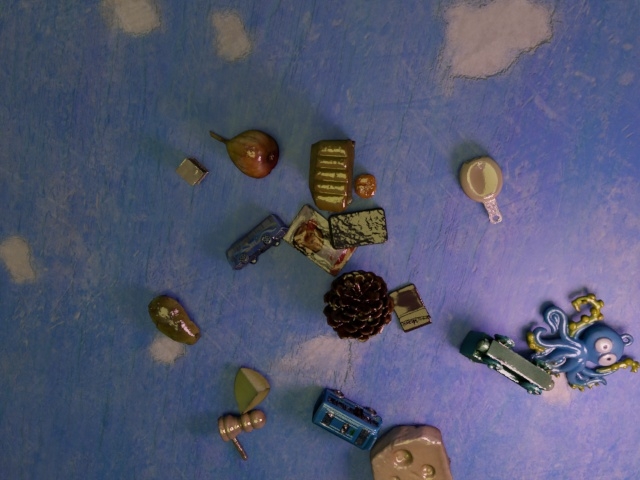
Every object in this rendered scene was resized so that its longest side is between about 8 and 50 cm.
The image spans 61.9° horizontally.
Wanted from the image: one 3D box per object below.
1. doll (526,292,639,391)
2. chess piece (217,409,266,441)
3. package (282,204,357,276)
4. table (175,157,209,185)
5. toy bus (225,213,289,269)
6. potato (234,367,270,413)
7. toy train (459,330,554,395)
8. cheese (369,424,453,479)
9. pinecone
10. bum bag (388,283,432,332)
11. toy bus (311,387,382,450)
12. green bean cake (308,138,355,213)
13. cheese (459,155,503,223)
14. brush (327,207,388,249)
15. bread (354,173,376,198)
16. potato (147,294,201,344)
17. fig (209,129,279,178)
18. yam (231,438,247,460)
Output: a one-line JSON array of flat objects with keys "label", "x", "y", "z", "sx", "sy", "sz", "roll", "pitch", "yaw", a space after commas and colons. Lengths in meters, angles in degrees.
[{"label": "doll", "x": 0.881, "y": 0.366, "z": 1.808, "sx": 0.342, "sy": 0.099, "sz": 0.345, "roll": -19, "pitch": 102, "yaw": 9}, {"label": "chess piece", "x": -0.288, "y": 0.682, "z": 1.992, "sx": 0.171, "sy": 0.094, "sz": 0.094, "roll": -18, "pitch": 99, "yaw": 5}, {"label": "package", "x": 0.000, "y": 0.000, "z": 1.853, "sx": 0.239, "sy": 0.030, "sz": 0.154, "roll": 36, "pitch": 100, "yaw": -2}, {"label": "table", "x": -0.434, "y": -0.235, "z": 1.819, "sx": 0.079, "sy": 0.083, "sz": 0.062, "roll": 43, "pitch": 101, "yaw": -3}, {"label": "toy bus", "x": -0.222, "y": 0.007, "z": 1.852, "sx": 0.237, "sy": 0.079, "sz": 0.094, "roll": -37, "pitch": 71, "yaw": 12}, {"label": "potato", "x": -0.265, "y": 0.548, "z": 1.983, "sx": 0.120, "sy": 0.081, "sz": 0.149, "roll": 50, "pitch": 122, "yaw": 25}, {"label": "toy train", "x": 0.633, "y": 0.414, "z": 1.802, "sx": 0.298, "sy": 0.194, "sz": 0.120, "roll": 33, "pitch": 77, "yaw": -6}, {"label": "cheese", "x": 0.339, "y": 0.825, "z": 1.946, "sx": 0.318, "sy": 0.115, "sz": 0.326, "roll": 35, "pitch": 103, "yaw": -2}, {"label": "pinecone", "x": 0.119, "y": 0.205, "z": 1.761, "sx": 0.247, "sy": 0.292, "sz": 0.246, "roll": -2, "pitch": 69, "yaw": 6}, {"label": "bum bag", "x": 0.313, "y": 0.239, "z": 1.874, "sx": 0.109, "sy": 0.026, "sz": 0.159, "roll": -25, "pitch": 98, "yaw": 11}, {"label": "toy bus", "x": 0.096, "y": 0.647, "z": 1.923, "sx": 0.247, "sy": 0.134, "sz": 0.113, "roll": 29, "pitch": 103, "yaw": 0}, {"label": "green bean cake", "x": 0.039, "y": -0.209, "z": 1.704, "sx": 0.124, "sy": 0.236, "sz": 0.232, "roll": 4, "pitch": 100, "yaw": 8}, {"label": "cheese", "x": 0.541, "y": -0.163, "z": 1.752, "sx": 0.137, "sy": 0.064, "sz": 0.227, "roll": -21, "pitch": 100, "yaw": 11}, {"label": "brush", "x": 0.129, "y": -0.040, "z": 1.804, "sx": 0.197, "sy": 0.059, "sz": 0.123, "roll": -9, "pitch": 93, "yaw": -1}, {"label": "bread", "x": 0.151, "y": -0.185, "z": 1.793, "sx": 0.081, "sy": 0.046, "sz": 0.083, "roll": 27, "pitch": 100, "yaw": -5}, {"label": "potato", "x": -0.529, "y": 0.293, "z": 1.933, "sx": 0.117, "sy": 0.090, "sz": 0.225, "roll": -40, "pitch": 102, "yaw": 5}, {"label": "fig", "x": -0.266, "y": -0.310, "z": 1.775, "sx": 0.257, "sy": 0.159, "sz": 0.159, "roll": 27, "pitch": 103, "yaw": 17}, {"label": "yam", "x": -0.312, "y": 0.795, "z": 2.049, "sx": 0.021, "sy": 0.021, "sz": 0.116, "roll": -27, "pitch": 96, "yaw": 10}]
